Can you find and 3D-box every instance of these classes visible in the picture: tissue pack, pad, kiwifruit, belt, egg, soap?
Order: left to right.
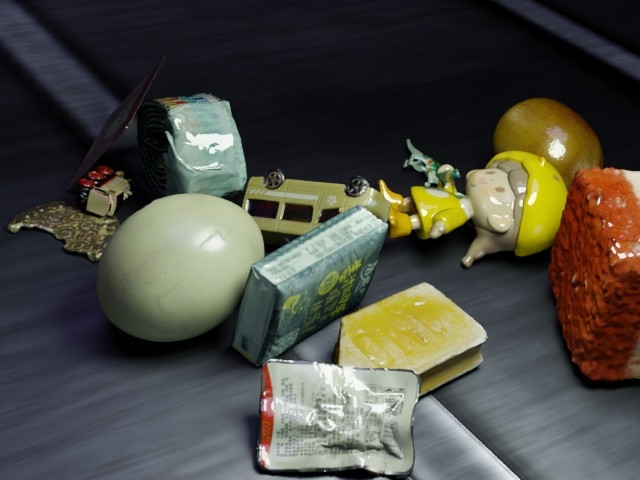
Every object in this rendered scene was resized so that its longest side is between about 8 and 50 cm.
[{"bbox_3d":[-0.394,-0.231,1.957,0.005,0.202,0.299,39,32,-19],"label":"pad"},{"bbox_3d":[-0.217,0.040,1.561,0.269,0.219,0.219,-38,52,-15],"label":"egg"},{"bbox_3d":[-0.241,-0.164,1.858,0.150,0.207,0.257,-15,25,-27],"label":"belt"},{"bbox_3d":[-0.014,0.071,1.591,0.081,0.185,0.257,40,46,23],"label":"tissue pack"},{"bbox_3d":[0.116,0.171,1.570,0.258,0.080,0.160,-21,46,-34],"label":"soap"},{"bbox_3d":[0.457,-0.175,2.015,0.196,0.196,0.234,-19,48,-32],"label":"kiwifruit"}]

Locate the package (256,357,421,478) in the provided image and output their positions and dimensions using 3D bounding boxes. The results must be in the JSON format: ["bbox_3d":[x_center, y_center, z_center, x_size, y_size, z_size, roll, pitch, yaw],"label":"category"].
[{"bbox_3d":[0.028,0.252,1.430,0.232,0.040,0.166,2,68,-2],"label":"package"}]

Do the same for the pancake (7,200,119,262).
[{"bbox_3d":[-0.444,-0.015,1.775,0.184,0.020,0.190,-14,40,-28],"label":"pancake"}]

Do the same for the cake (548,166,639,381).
[{"bbox_3d":[0.559,0.061,1.639,0.320,0.270,0.269,5,36,-5],"label":"cake"}]

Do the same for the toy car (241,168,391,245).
[{"bbox_3d":[-0.010,-0.045,1.762,0.257,0.101,0.124,7,71,27],"label":"toy car"}]

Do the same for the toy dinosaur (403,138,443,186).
[{"bbox_3d":[0.226,-0.153,2.075,0.106,0.044,0.187,20,23,-6],"label":"toy dinosaur"}]

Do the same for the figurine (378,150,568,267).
[{"bbox_3d":[0.282,-0.066,1.850,0.344,0.187,0.215,-2,46,-4],"label":"figurine"}]

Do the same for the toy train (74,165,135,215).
[{"bbox_3d":[-0.390,-0.091,1.847,0.087,0.050,0.138,20,25,7],"label":"toy train"}]
